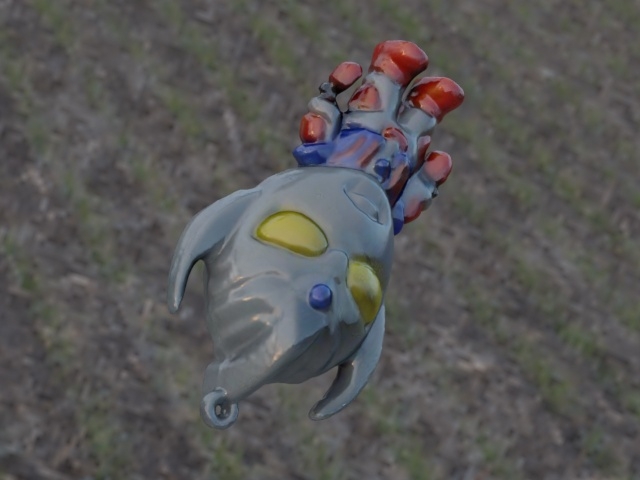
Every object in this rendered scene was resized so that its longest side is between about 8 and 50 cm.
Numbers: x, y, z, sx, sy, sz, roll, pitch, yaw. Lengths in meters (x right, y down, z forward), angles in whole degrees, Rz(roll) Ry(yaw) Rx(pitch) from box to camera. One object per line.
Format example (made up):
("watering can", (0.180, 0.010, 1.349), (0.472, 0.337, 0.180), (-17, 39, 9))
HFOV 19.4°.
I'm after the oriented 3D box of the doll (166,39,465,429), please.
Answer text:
("doll", (0.001, 0.001, 0.826), (0.062, 0.194, 0.104), (15, -25, 40))
